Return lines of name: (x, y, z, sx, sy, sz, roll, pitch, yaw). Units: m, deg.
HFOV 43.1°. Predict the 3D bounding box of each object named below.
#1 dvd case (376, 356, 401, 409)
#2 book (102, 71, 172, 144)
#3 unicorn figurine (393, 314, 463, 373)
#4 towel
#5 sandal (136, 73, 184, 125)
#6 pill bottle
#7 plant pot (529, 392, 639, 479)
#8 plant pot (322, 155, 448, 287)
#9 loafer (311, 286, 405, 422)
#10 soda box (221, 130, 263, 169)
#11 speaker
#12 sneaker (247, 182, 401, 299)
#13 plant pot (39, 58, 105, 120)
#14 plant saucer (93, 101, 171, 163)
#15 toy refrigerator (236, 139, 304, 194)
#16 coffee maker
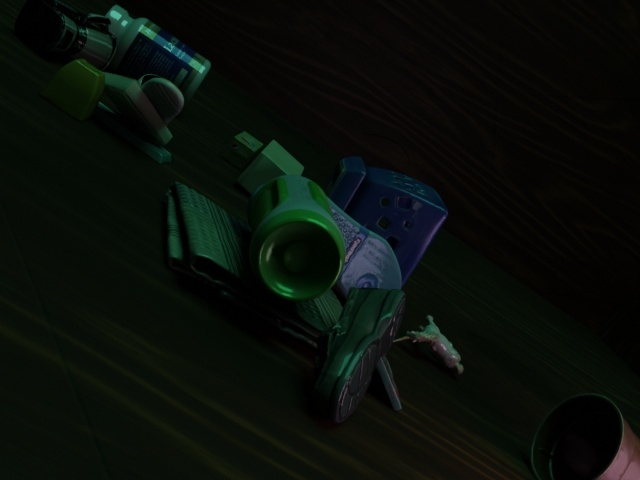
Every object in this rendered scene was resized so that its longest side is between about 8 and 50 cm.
dvd case: (0.089, 0.178, 1.153, 0.119, 0.013, 0.087, -90, 159, -75)
book: (-0.340, -0.242, 1.480, 0.096, 0.035, 0.144, 24, -22, 36)
unicorn figurine: (0.204, 0.183, 1.463, 0.162, 0.060, 0.111, 34, 11, -9)
towel: (-0.089, 0.053, 1.187, 0.312, 0.056, 0.324, 34, 9, -23)
sandal: (-0.298, -0.266, 1.513, 0.102, 0.076, 0.265, 45, -23, -22)
pill bottle: (-0.411, -0.438, 1.952, 0.264, 0.153, 0.153, 33, 12, -14)
plant pot: (0.443, 0.352, 1.264, 0.165, 0.167, 0.167, 40, 9, -23)
plant pot: (0.093, -0.033, 1.608, 0.212, 0.236, 0.236, 29, 12, -6)
loafer: (0.034, 0.135, 1.025, 0.084, 0.096, 0.267, 16, 27, 16)
soda box: (-0.186, -0.218, 1.957, 0.061, 0.058, 0.181, 35, 12, -4)
speaker: (-0.037, -0.012, 1.128, 0.131, 0.131, 0.296, 34, 9, -12)
sneaker: (0.000, 0.000, 1.458, 0.319, 0.127, 0.208, 46, -13, -31)
plant pot: (-0.416, -0.265, 1.396, 0.081, 0.083, 0.081, 34, 10, -9)
plant saucer: (-0.358, -0.204, 1.492, 0.192, 0.018, 0.067, 35, 11, 1)
toy refrigerator: (-0.110, -0.146, 1.812, 0.102, 0.094, 0.269, 42, 11, -7)
coffee maker: (-0.543, -0.434, 1.695, 0.171, 0.120, 0.178, 15, 1, 25)
